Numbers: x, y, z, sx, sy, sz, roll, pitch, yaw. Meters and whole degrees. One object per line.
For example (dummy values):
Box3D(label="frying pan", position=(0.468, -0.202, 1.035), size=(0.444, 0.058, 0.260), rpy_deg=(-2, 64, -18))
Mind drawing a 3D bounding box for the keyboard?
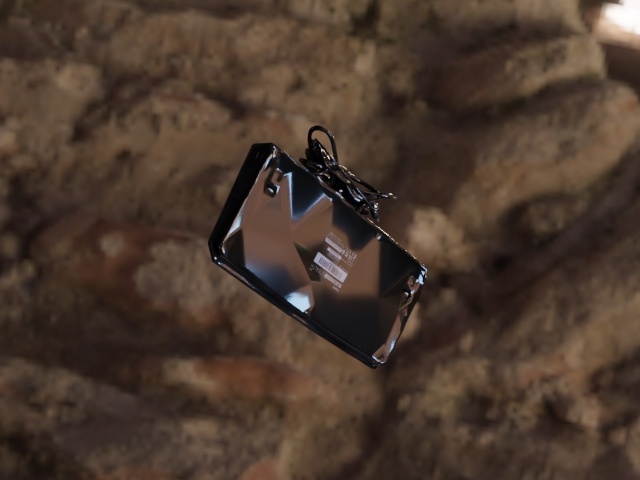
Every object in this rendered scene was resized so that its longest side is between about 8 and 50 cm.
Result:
Box3D(label="keyboard", position=(0.000, 0.000, 0.983), size=(0.038, 0.100, 0.192), rpy_deg=(22, 169, 39))
